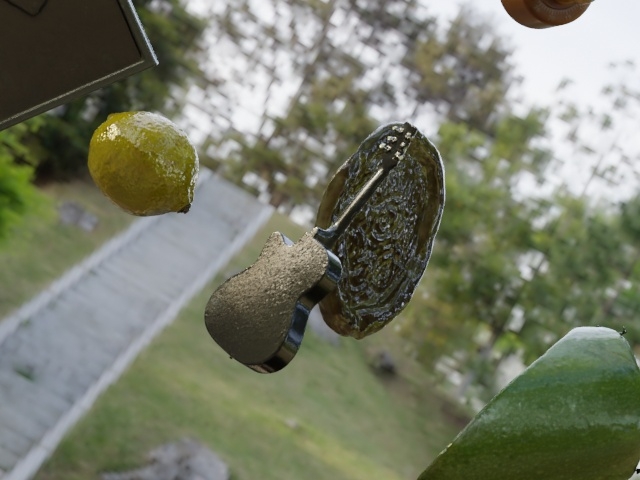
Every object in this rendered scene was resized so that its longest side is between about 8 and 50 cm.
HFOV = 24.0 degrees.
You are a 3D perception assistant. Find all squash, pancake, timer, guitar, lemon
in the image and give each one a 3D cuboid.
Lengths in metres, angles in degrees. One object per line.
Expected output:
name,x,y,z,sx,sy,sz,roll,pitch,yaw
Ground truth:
squash,0.212,0.177,1.642,0.289,0.203,0.111,-2,-32,-18
pancake,0.070,-0.015,1.685,0.031,0.250,0.250,17,-16,34
timer,0.319,-0.334,1.945,0.132,0.132,0.152,35,-3,-24
guitar,0.000,0.000,1.184,0.088,0.233,0.025,38,0,39
lemon,-0.184,-0.079,1.579,0.133,0.109,0.109,48,-11,3

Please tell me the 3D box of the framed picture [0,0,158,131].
framed picture,-0.332,-0.289,1.673,0.016,0.213,0.289,-70,137,-77
